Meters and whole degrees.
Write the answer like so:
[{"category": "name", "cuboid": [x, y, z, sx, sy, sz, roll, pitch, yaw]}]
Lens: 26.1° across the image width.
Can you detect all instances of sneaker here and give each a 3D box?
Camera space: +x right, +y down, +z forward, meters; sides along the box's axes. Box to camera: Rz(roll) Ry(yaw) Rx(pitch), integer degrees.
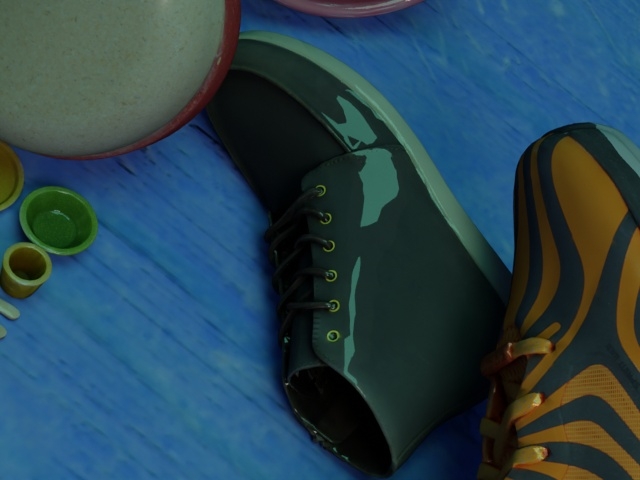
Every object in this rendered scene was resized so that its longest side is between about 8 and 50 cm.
[{"category": "sneaker", "cuboid": [0.081, 0.102, 0.577, 0.180, 0.124, 0.321, -5, 69, -9]}, {"category": "sneaker", "cuboid": [0.000, 0.000, 0.663, 0.222, 0.083, 0.118, 48, 51, 6]}]

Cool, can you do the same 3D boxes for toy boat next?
[{"category": "toy boat", "cuboid": [-0.132, -0.147, 0.672, 0.231, 0.151, 0.151, 48, 21, 8]}]

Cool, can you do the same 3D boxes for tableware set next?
[{"category": "tableware set", "cuboid": [-0.181, -0.025, 0.622, 0.154, 0.024, 0.104, 36, 50, -3]}]

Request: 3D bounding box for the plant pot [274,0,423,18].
[{"category": "plant pot", "cuboid": [0.010, -0.258, 0.778, 0.201, 0.201, 0.180, 1, 44, -28]}]
